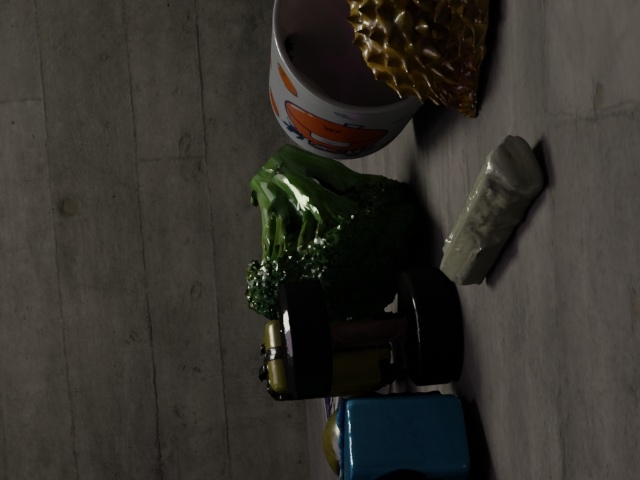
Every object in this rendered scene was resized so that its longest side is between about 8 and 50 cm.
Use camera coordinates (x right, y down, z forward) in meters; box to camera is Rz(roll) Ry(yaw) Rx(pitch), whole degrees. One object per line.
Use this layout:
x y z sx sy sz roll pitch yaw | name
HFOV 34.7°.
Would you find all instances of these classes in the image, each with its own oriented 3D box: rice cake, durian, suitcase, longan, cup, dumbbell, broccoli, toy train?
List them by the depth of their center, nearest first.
0.168 -0.020 1.033 0.057 0.052 0.256 53 162 16 | rice cake
0.118 -0.288 1.067 0.186 0.154 0.260 -42 57 50 | durian
0.103 0.342 1.293 0.300 0.188 0.265 89 177 -52 | toy train
0.041 -0.226 1.304 0.317 0.212 0.212 121 144 -82 | cup
0.059 0.118 1.319 0.152 0.218 0.152 175 90 -84 | dumbbell
0.000 0.000 1.493 0.275 0.308 0.308 46 168 5 | broccoli
0.082 0.312 1.631 0.176 0.145 0.154 -53 -4 -41 | longan
0.014 0.178 1.658 0.194 0.235 0.143 110 155 -74 | suitcase

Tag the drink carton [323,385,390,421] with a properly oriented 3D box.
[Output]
0.065 0.268 1.886 0.222 0.102 0.134 95 171 -45 | drink carton
